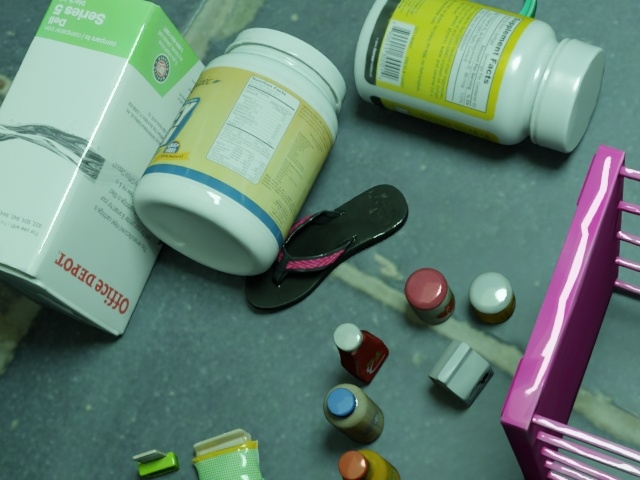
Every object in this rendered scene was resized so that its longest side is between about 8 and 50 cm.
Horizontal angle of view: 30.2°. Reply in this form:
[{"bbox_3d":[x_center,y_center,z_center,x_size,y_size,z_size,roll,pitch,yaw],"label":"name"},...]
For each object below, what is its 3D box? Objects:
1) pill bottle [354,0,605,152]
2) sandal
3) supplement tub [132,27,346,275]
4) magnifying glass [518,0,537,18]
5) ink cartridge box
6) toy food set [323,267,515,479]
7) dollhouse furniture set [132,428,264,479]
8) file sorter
[{"bbox_3d":[0.147,-0.157,1.098,0.208,0.119,0.119,20,77,21],"label":"pill bottle"},{"bbox_3d":[0.000,0.000,1.125,0.179,0.040,0.067,-34,65,2],"label":"sandal"},{"bbox_3d":[-0.071,-0.084,1.111,0.144,0.144,0.200,17,66,21],"label":"supplement tub"},{"bbox_3d":[0.153,-0.298,1.200,0.092,0.026,0.231,-18,66,9],"label":"magnifying glass"},{"bbox_3d":[-0.216,-0.071,1.126,0.114,0.198,0.273,18,76,21],"label":"ink cartridge box"},{"bbox_3d":[0.075,0.107,1.030,0.111,0.104,0.232,35,83,24],"label":"toy food set"},{"bbox_3d":[-0.127,0.223,1.071,0.151,0.058,0.076,-20,67,8],"label":"dollhouse furniture set"},{"bbox_3d":[0.262,0.097,0.883,0.182,0.291,0.202,19,77,18],"label":"file sorter"}]
